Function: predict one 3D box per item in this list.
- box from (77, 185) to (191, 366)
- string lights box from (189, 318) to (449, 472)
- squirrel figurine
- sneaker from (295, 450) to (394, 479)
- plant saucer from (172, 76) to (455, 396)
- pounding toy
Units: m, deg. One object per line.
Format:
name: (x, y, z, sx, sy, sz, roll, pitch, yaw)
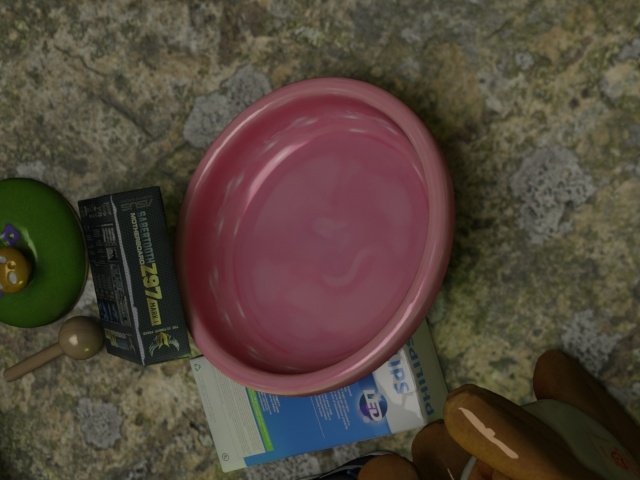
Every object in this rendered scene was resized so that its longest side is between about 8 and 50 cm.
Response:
box: (-0.205, 0.038, 1.740, 0.059, 0.233, 0.183, -11, 92, -16)
string lights box: (-0.002, 0.155, 1.719, 0.260, 0.077, 0.133, -16, 90, 29)
squirrel figurine: (0.185, 0.356, 1.533, 0.397, 0.281, 0.370, 44, 111, 9)
sneaker: (-0.018, 0.297, 1.725, 0.217, 0.121, 0.079, -35, 80, 28)
plant saucer: (0.000, 0.000, 1.641, 0.332, 0.084, 0.332, -10, 70, 31)
pounding toy: (-0.371, 0.047, 1.879, 0.183, 0.110, 0.237, -19, 89, 29)
